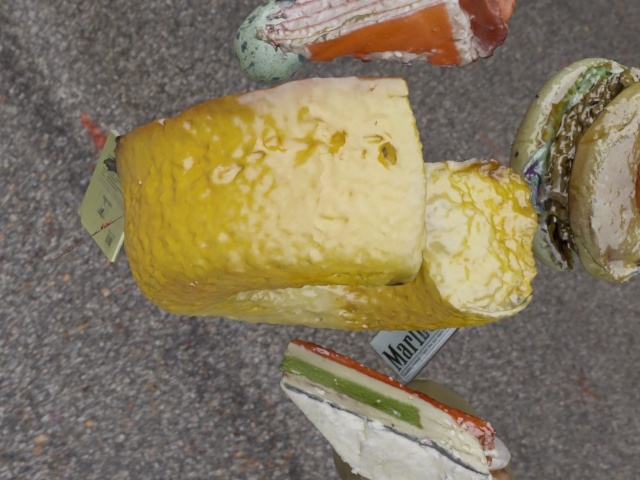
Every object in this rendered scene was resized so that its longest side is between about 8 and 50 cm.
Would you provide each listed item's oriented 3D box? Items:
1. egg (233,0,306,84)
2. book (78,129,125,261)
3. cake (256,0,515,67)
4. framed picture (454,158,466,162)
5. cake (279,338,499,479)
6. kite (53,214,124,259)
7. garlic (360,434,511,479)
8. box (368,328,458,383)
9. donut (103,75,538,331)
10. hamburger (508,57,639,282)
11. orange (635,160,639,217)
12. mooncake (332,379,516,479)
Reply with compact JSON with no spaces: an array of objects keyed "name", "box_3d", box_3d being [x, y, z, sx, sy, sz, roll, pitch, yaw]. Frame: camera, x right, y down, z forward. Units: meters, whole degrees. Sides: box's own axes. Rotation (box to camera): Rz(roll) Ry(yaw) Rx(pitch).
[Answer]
[{"name":"egg","box_3d":[-0.087,-0.384,1.770,0.141,0.181,0.141,33,15,-10]},{"name":"book","box_3d":[-0.386,-0.084,1.712,0.013,0.192,0.168,7,28,-43]},{"name":"cake","box_3d":[0.074,-0.240,1.026,0.135,0.288,0.098,65,23,-66]},{"name":"framed picture","box_3d":[0.106,-0.013,1.393,0.252,0.197,0.014,-26,56,-35]},{"name":"cake","box_3d":[0.074,0.163,0.832,0.220,0.117,0.086,54,19,-13]},{"name":"kite","box_3d":[-0.345,-0.022,1.462,0.190,0.159,0.010,-33,97,-7]},{"name":"garlic","box_3d":[0.167,0.353,1.297,0.191,0.214,0.160,18,53,-37]},{"name":"box","box_3d":[0.189,0.178,1.807,0.115,0.177,0.036,45,18,22]},{"name":"donut","box_3d":[0.000,0.000,0.911,0.435,0.378,0.163,15,69,-52]},{"name":"hamburger","box_3d":[0.417,-0.117,1.327,0.318,0.195,0.276,-44,125,-15]},{"name":"orange","box_3d":[0.389,-0.052,0.820,0.224,0.224,0.170,38,6,-18]},{"name":"mooncake","box_3d":[0.207,0.489,1.652,0.467,0.262,0.467,54,19,-27]}]
